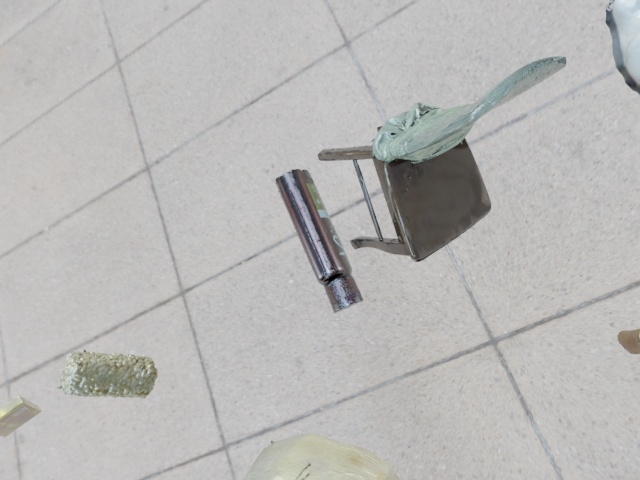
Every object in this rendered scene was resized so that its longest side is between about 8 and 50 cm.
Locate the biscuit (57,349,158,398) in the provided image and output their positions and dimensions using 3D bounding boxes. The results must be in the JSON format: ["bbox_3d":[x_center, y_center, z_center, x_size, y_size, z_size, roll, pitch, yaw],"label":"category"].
[{"bbox_3d":[-0.400,0.256,0.897,0.070,0.168,0.082,7,81,54],"label":"biscuit"}]

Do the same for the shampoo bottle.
[{"bbox_3d":[0.000,0.000,1.058,0.084,0.129,0.323,-26,77,13],"label":"shampoo bottle"}]

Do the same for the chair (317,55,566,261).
[{"bbox_3d":[0.149,-0.085,0.591,0.160,0.319,0.186,-29,106,-25],"label":"chair"}]

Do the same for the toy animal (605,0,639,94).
[{"bbox_3d":[0.503,-0.249,0.568,0.249,0.289,0.174,2,94,13],"label":"toy animal"}]

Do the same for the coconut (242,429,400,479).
[{"bbox_3d":[0.014,0.575,0.917,0.360,0.346,0.346,17,86,21],"label":"coconut"}]

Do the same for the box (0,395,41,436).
[{"bbox_3d":[-0.665,0.381,1.014,0.089,0.156,0.022,-39,80,-27],"label":"box"}]

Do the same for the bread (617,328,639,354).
[{"bbox_3d":[0.536,0.170,0.789,0.036,0.083,0.047,-39,73,-2],"label":"bread"}]
